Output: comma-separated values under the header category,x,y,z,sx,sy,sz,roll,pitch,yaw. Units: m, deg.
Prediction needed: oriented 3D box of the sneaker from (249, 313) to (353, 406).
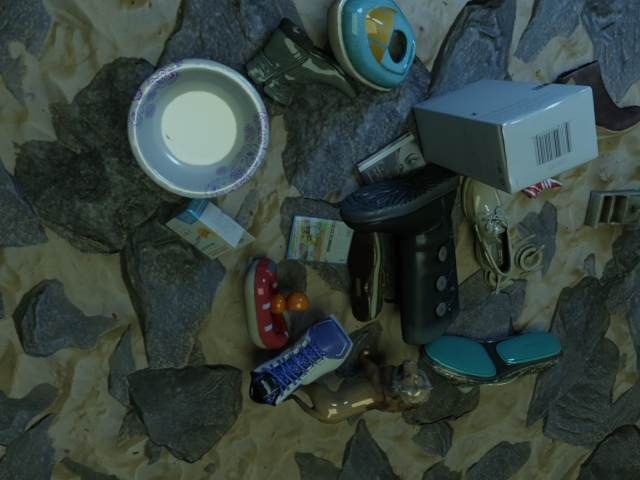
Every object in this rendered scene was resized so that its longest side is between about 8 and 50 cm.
category,x,y,z,sx,sy,sz,roll,pitch,yaw
sneaker,-0.069,0.332,1.299,0.315,0.182,0.127,-41,81,22

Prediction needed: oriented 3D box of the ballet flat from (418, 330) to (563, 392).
category,x,y,z,sx,sy,sz,roll,pitch,yaw
ballet flat,0.508,0.383,1.562,0.483,0.164,0.182,-2,130,-17

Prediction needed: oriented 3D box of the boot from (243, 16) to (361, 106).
category,x,y,z,sx,sy,sz,roll,pitch,yaw
boot,-0.042,-0.367,1.168,0.246,0.083,0.161,34,109,-23

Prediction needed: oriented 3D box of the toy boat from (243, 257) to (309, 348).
category,x,y,z,sx,sy,sz,roll,pitch,yaw
toy boat,-0.104,0.160,1.282,0.151,0.151,0.231,-1,112,5

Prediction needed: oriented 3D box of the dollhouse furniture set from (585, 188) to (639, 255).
category,x,y,z,sx,sy,sz,roll,pitch,yaw
dollhouse furniture set,0.909,-0.064,1.447,0.161,0.242,0.212,-5,111,-14

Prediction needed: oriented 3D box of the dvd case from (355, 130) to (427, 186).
category,x,y,z,sx,sy,sz,roll,pitch,yaw
dvd case,0.209,-0.150,1.340,0.165,0.018,0.221,-32,115,-2

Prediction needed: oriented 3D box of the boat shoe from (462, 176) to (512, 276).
category,x,y,z,sx,sy,sz,roll,pitch,yaw
boat shoe,0.469,-0.045,1.403,0.109,0.098,0.302,-18,109,-8

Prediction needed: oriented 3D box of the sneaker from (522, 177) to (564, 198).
category,x,y,z,sx,sy,sz,roll,pitch,yaw
sneaker,0.624,-0.147,1.445,0.119,0.042,0.067,8,103,-11

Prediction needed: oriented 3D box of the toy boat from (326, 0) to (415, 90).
category,x,y,z,sx,sy,sz,roll,pitch,yaw
toy boat,0.142,-0.494,1.092,0.267,0.148,0.318,10,97,-50

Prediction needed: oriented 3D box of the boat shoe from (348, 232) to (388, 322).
category,x,y,z,sx,sy,sz,roll,pitch,yaw
boat shoe,0.135,0.087,1.381,0.095,0.095,0.257,-11,111,-45

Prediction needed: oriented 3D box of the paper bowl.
category,x,y,z,sx,sy,sz,roll,pitch,yaw
paper bowl,-0.260,-0.242,1.100,0.284,0.148,0.284,-5,112,-14

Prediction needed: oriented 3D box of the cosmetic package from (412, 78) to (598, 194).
category,x,y,z,sx,sy,sz,roll,pitch,yaw
cosmetic package,0.393,-0.251,1.154,0.217,0.385,0.156,-24,115,-9

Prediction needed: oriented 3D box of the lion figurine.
category,x,y,z,sx,sy,sz,roll,pitch,yaw
lion figurine,0.093,0.421,1.398,0.392,0.240,0.142,-23,114,-6

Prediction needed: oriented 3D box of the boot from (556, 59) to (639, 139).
category,x,y,z,sx,sy,sz,roll,pitch,yaw
boot,0.753,-0.378,1.368,0.249,0.090,0.206,-20,116,-4

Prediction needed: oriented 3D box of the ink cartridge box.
category,x,y,z,sx,sy,sz,roll,pitch,yaw
ink cartridge box,-0.256,-0.020,1.204,0.181,0.061,0.104,41,139,-25

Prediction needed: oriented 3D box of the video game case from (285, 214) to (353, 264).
category,x,y,z,sx,sy,sz,roll,pitch,yaw
video game case,0.000,0.000,1.338,0.166,0.015,0.119,6,109,-18

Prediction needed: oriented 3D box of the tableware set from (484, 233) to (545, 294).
category,x,y,z,sx,sy,sz,roll,pitch,yaw
tableware set,0.579,0.080,1.518,0.194,0.039,0.128,-27,115,-5

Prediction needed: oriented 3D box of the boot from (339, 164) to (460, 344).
category,x,y,z,sx,sy,sz,roll,pitch,yaw
boot,0.218,0.069,1.303,0.367,0.146,0.445,-20,121,-30
